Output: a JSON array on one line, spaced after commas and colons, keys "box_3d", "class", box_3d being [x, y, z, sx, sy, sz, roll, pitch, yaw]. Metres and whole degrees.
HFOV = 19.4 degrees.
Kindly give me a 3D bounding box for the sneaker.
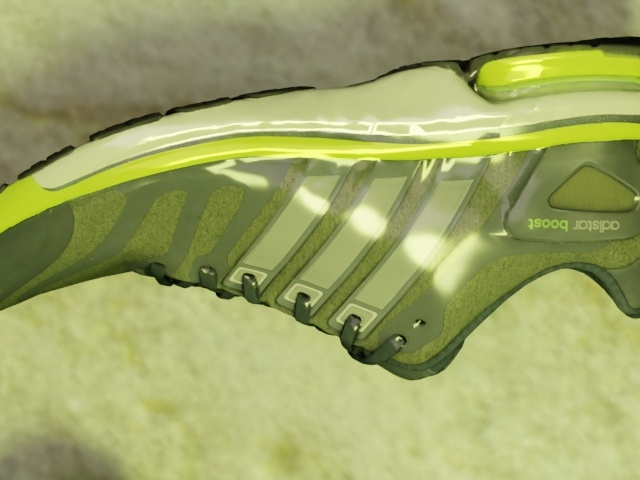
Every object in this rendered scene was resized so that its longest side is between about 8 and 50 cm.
[{"box_3d": [0.000, 0.000, 0.739, 0.299, 0.111, 0.121, -11, 91, 5], "class": "sneaker"}]
